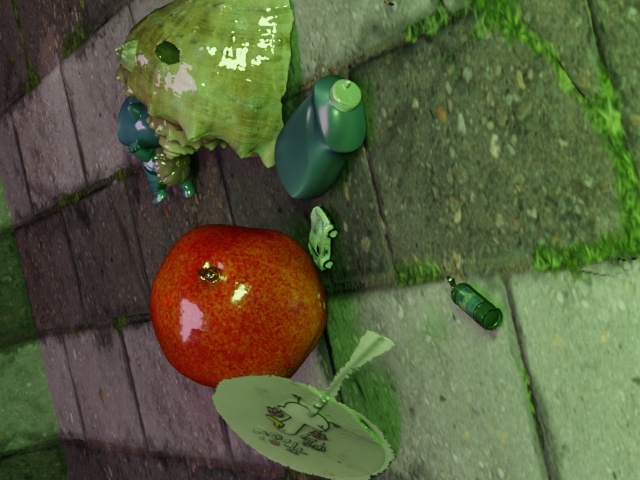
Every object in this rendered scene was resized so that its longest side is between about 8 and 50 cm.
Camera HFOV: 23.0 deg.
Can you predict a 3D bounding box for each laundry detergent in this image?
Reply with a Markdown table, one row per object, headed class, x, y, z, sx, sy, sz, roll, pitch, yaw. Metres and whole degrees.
| class | x | y | z | sx | sy | sz | roll | pitch | yaw |
| --- | --- | --- | --- | --- | --- | --- | --- | --- | --- |
| laundry detergent | 0.004 | -0.125 | 1.800 | 0.206 | 0.061 | 0.097 | 127 | 133 | -61 |

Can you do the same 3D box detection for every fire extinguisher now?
| class | x | y | z | sx | sy | sz | roll | pitch | yaw |
| --- | --- | --- | --- | --- | --- | --- | --- | --- | --- |
| fire extinguisher | 0.154 | 0.065 | 1.591 | 0.083 | 0.025 | 0.038 | 43 | 163 | 54 |

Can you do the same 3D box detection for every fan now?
| class | x | y | z | sx | sy | sz | roll | pitch | yaw |
| --- | --- | --- | --- | --- | --- | --- | --- | --- | --- |
| fan | -0.002 | 0.193 | 1.830 | 0.415 | 0.233 | 0.012 | 120 | 173 | -58 |

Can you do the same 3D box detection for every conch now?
| class | x | y | z | sx | sy | sz | roll | pitch | yaw |
| --- | --- | --- | --- | --- | --- | --- | --- | --- | --- |
| conch | -0.141 | -0.211 | 1.967 | 0.263 | 0.186 | 0.324 | 44 | 145 | 24 |

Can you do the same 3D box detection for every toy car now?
| class | x | y | z | sx | sy | sz | roll | pitch | yaw |
| --- | --- | --- | --- | --- | --- | --- | --- | --- | --- |
| toy car | 0.000 | 0.000 | 1.920 | 0.093 | 0.025 | 0.041 | 98 | 150 | -42 |

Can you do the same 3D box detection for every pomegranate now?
| class | x | y | z | sx | sy | sz | roll | pitch | yaw |
| --- | --- | --- | --- | --- | --- | --- | --- | --- | --- |
| pomegranate | -0.094 | 0.088 | 1.958 | 0.256 | 0.221 | 0.221 | 27 | -140 | -67 |

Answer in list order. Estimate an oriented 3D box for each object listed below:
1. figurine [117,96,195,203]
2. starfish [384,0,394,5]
| class | x | y | z | sx | sy | sz | roll | pitch | yaw |
| --- | --- | --- | --- | --- | --- | --- | --- | --- | --- |
| figurine | -0.249 | -0.147 | 2.341 | 0.144 | 0.114 | 0.178 | 32 | 139 | 62 |
| starfish | 0.037 | -0.361 | 1.621 | 0.240 | 0.043 | 0.227 | -140 | 43 | -60 |
